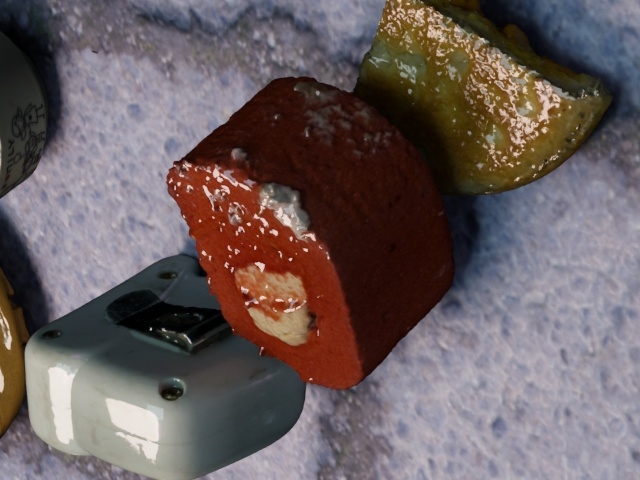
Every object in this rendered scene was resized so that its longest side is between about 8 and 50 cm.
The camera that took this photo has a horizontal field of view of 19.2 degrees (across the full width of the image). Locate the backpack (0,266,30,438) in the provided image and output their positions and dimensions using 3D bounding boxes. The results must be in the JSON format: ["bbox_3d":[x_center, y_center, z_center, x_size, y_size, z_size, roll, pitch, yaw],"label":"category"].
[{"bbox_3d":[-0.482,0.102,2.102,0.378,0.201,0.353,-25,94,50],"label":"backpack"}]

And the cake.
[{"bbox_3d":[0.000,0.000,1.562,0.177,0.151,0.283,30,150,37],"label":"cake"}]

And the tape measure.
[{"bbox_3d":[-0.135,0.109,1.745,0.246,0.243,0.125,14,119,32],"label":"tape measure"}]

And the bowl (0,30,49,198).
[{"bbox_3d":[-0.354,-0.135,1.932,0.211,0.112,0.211,21,122,38],"label":"bowl"}]

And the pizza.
[{"bbox_3d":[0.107,-0.129,1.518,0.292,0.058,0.197,-11,108,46],"label":"pizza"}]
